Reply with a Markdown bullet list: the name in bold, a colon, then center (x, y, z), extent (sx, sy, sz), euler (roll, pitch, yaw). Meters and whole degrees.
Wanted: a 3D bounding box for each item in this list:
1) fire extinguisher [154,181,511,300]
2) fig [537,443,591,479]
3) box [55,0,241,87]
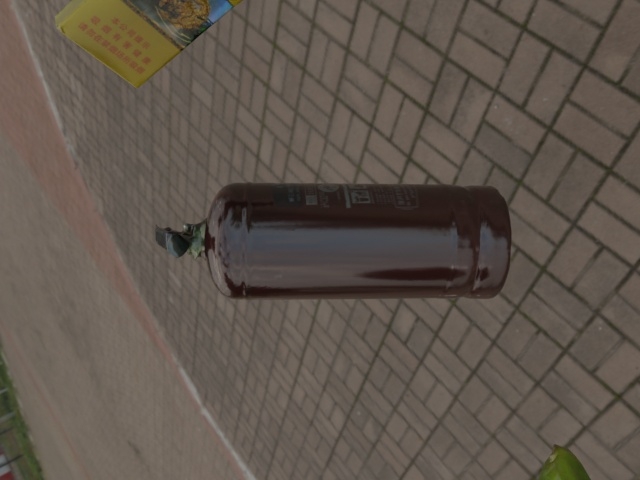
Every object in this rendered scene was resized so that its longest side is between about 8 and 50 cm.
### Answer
- **fire extinguisher**: center (0.000, 0.000, 0.611), extent (0.135, 0.338, 0.114), euler (-133, 43, -83)
- **fig**: center (0.180, 0.292, 0.447), extent (0.167, 0.167, 0.233), euler (36, 105, 36)
- **box**: center (-0.125, -0.196, 0.500), extent (0.155, 0.087, 0.023), euler (-33, 49, 18)
